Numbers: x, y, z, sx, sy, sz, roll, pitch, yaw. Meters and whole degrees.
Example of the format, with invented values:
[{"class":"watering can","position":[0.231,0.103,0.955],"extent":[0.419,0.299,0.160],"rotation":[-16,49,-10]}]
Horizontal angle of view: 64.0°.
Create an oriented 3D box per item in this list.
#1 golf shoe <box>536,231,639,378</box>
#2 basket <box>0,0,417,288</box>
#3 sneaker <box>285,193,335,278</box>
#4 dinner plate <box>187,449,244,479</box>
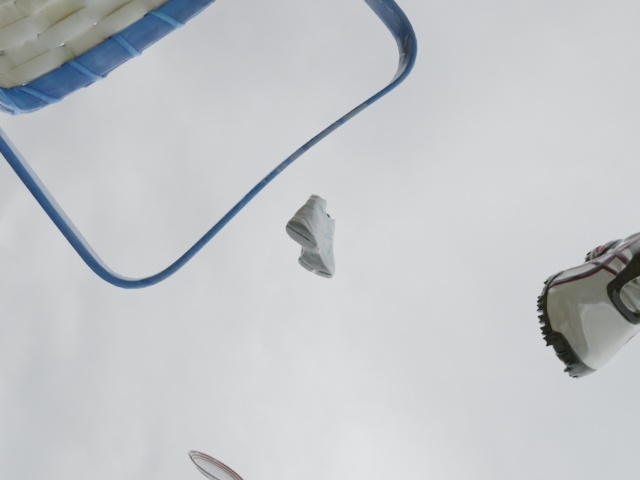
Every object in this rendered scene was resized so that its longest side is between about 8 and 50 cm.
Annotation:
[{"class":"golf shoe","position":[0.347,0.052,0.586],"extent":[0.105,0.273,0.120],"rotation":[55,-36,6]},{"class":"basket","position":[-0.111,-0.149,0.306],"extent":[0.255,0.289,0.201],"rotation":[-43,-166,-13]},{"class":"sneaker","position":[0.000,0.000,0.658],"extent":[0.054,0.152,0.061],"rotation":[20,-116,19]},{"class":"dinner plate","position":[-0.212,0.470,1.041],"extent":[0.141,0.141,0.017],"rotation":[17,-109,49]}]
